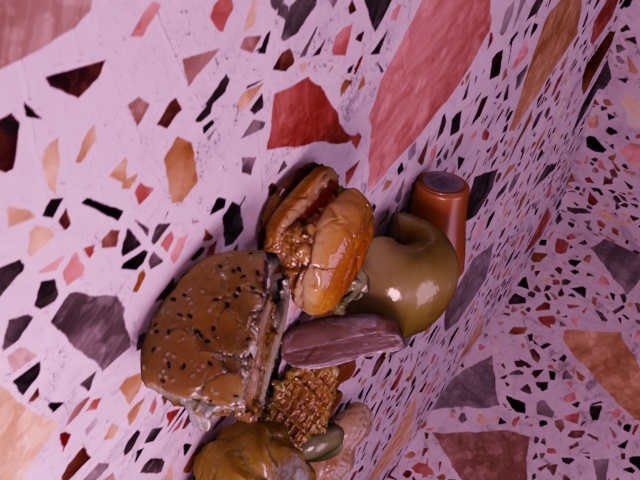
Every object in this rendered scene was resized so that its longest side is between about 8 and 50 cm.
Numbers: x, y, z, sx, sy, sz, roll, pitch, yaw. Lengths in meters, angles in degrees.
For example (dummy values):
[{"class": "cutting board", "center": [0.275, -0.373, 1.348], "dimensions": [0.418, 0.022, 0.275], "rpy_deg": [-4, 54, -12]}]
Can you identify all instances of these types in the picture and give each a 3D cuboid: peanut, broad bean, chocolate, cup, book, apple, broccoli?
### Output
[{"class": "peanut", "center": [0.049, 0.583, 2.392], "dimensions": [0.290, 0.130, 0.130], "rpy_deg": [-57, 159, -17]}, {"class": "broad bean", "center": [-0.022, 0.500, 2.109], "dimensions": [0.169, 0.100, 0.228], "rpy_deg": [-19, 164, -5]}, {"class": "chocolate", "center": [0.045, 0.197, 1.788], "dimensions": [0.157, 0.254, 0.080], "rpy_deg": [58, 21, -62]}, {"class": "cup", "center": [0.281, -0.041, 2.115], "dimensions": [0.226, 0.182, 0.264], "rpy_deg": [-91, -174, -57]}, {"class": "book", "center": [0.262, 0.299, 2.684], "dimensions": [0.182, 0.014, 0.127], "rpy_deg": [-12, 127, -64]}, {"class": "apple", "center": [0.184, 0.095, 1.923], "dimensions": [0.295, 0.233, 0.257], "rpy_deg": [-34, 142, -50]}, {"class": "broccoli", "center": [0.039, 0.090, 1.741], "dimensions": [0.131, 0.120, 0.130], "rpy_deg": [62, 27, -61]}]

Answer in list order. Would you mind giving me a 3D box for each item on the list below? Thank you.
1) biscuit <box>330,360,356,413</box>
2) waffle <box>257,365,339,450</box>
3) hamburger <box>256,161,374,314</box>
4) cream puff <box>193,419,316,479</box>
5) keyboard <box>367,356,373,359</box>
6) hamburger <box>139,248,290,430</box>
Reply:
[{"class": "biscuit", "center": [-0.002, 0.372, 2.113], "dimensions": [0.295, 0.044, 0.186], "rpy_deg": [7, 107, -67]}, {"class": "waffle", "center": [-0.049, 0.375, 1.923], "dimensions": [0.254, 0.052, 0.245], "rpy_deg": [-18, 123, -43]}, {"class": "hamburger", "center": [0.000, 0.000, 1.465], "dimensions": [0.244, 0.163, 0.244], "rpy_deg": [-48, 154, -33]}, {"class": "cream puff", "center": [-0.164, 0.490, 1.669], "dimensions": [0.323, 0.270, 0.274], "rpy_deg": [1, 82, -68]}, {"class": "keyboard", "center": [0.118, 0.281, 2.313], "dimensions": [0.072, 0.023, 0.231], "rpy_deg": [-67, 161, -5]}, {"class": "hamburger", "center": [-0.158, 0.145, 1.276], "dimensions": [0.167, 0.192, 0.288], "rpy_deg": [90, 9, -62]}]
